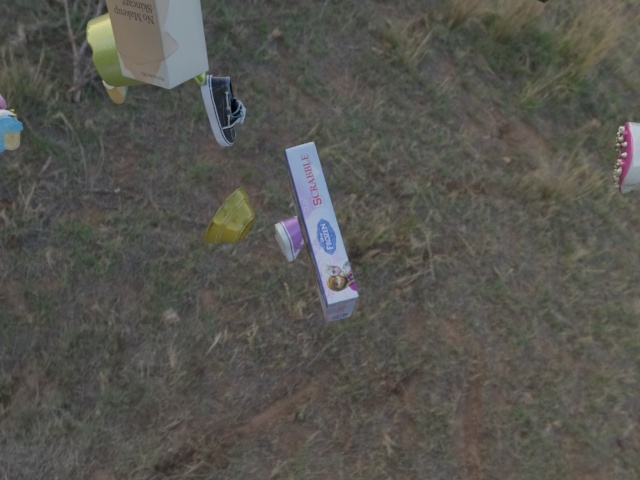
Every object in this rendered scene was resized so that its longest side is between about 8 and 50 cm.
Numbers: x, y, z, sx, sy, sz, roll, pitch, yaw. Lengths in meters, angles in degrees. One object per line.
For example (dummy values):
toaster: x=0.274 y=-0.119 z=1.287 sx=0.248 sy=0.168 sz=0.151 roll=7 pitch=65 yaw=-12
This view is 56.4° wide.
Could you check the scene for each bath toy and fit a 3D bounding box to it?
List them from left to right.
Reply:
bath toy: x=-0.971 y=-0.383 z=1.731 sx=0.348 sy=0.129 sz=0.151 roll=44 pitch=12 yaw=35

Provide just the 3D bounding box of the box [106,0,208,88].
box: x=-0.322 y=-0.468 z=1.146 sx=0.147 sy=0.311 sz=0.121 roll=20 pitch=42 yaw=26

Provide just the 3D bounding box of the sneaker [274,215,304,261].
sneaker: x=-0.057 y=-0.017 z=1.912 sx=0.161 sy=0.282 sz=0.102 roll=-28 pitch=82 yaw=-10

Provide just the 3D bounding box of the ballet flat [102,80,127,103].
ballet flat: x=-0.614 y=-0.518 z=1.742 sx=0.073 sy=0.080 sz=0.233 roll=-19 pitch=110 yaw=-67

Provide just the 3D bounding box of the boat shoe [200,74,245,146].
boat shoe: x=-0.285 y=-0.398 z=1.844 sx=0.104 sy=0.306 sz=0.113 roll=-3 pitch=59 yaw=3

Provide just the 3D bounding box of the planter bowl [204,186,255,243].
planter bowl: x=-0.273 y=-0.058 z=1.916 sx=0.090 sy=0.217 sz=0.217 roll=34 pitch=50 yaw=4

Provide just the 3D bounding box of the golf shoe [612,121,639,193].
golf shoe: x=0.559 y=-0.134 z=0.985 sx=0.306 sy=0.140 sz=0.115 roll=-16 pitch=106 yaw=-64

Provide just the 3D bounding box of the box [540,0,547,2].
box: x=0.550 y=-0.692 z=1.366 sx=0.051 sy=0.175 sz=0.220 roll=0 pitch=75 yaw=-38

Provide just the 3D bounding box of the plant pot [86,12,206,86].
plant pot: x=-0.474 y=-0.531 z=1.615 sx=0.253 sy=0.276 sz=0.276 roll=-12 pitch=63 yaw=4

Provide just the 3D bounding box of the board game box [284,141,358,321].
board game box: x=0.000 y=0.000 z=1.274 sx=0.065 sy=0.318 sz=0.319 roll=-15 pitch=76 yaw=-3
